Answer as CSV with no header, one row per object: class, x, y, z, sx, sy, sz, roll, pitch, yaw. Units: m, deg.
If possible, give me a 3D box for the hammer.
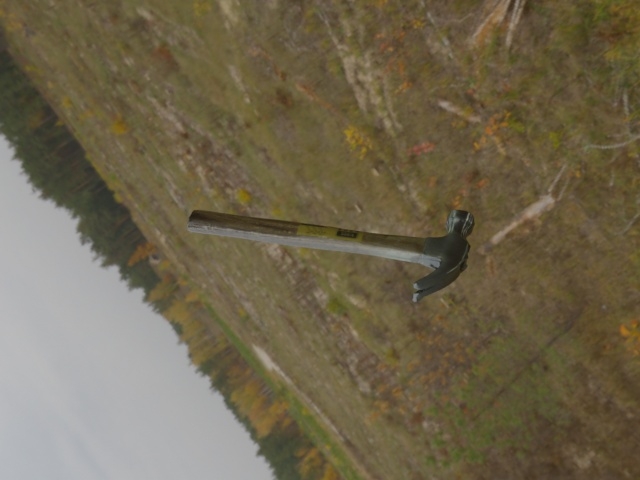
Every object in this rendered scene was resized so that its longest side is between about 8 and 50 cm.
hammer,0.000,0.000,0.399,0.181,0.062,0.017,7,140,16
